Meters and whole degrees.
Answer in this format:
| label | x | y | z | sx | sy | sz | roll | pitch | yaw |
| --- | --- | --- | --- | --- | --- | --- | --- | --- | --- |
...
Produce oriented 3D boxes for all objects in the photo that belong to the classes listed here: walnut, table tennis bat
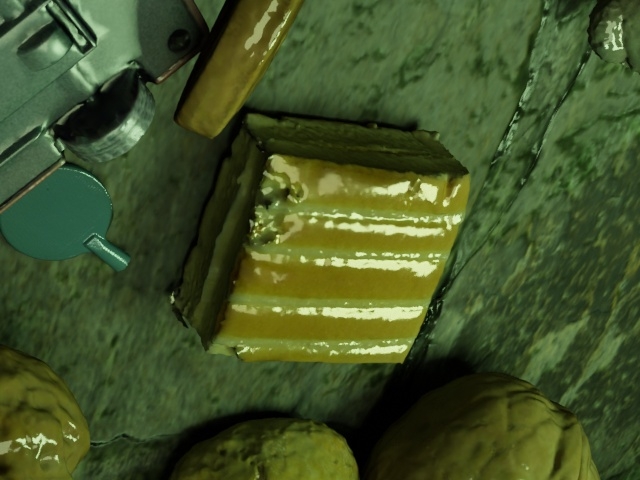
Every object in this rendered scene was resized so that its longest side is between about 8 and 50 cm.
| label | x | y | z | sx | sy | sz | roll | pitch | yaw |
| --- | --- | --- | --- | --- | --- | --- | --- | --- | --- |
| walnut | -0.344 | 0.195 | 1.194 | 0.257 | 0.257 | 0.225 | 18 | 84 | -40 |
| walnut | 0.187 | 0.313 | 1.572 | 0.313 | 0.277 | 0.252 | -43 | 168 | 3 |
| table tennis bat | -0.229 | -0.015 | 1.217 | 0.100 | 0.019 | 0.155 | -42 | 134 | 7 |

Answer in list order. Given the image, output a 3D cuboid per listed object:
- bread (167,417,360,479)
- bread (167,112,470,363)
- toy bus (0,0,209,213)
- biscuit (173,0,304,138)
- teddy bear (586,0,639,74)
| label | x | y | z | sx | sy | sz | roll | pitch | yaw |
| --- | --- | --- | --- | --- | --- | --- | --- | --- | --- |
| bread | -0.065 | 0.316 | 1.505 | 0.244 | 0.134 | 0.245 | -11 | 128 | -14 |
| bread | 0.000 | 0.000 | 1.300 | 0.246 | 0.111 | 0.239 | 2 | 123 | -29 |
| toy bus | -0.313 | -0.113 | 0.936 | 0.427 | 0.233 | 0.203 | -37 | 136 | -1 |
| biscuit | -0.010 | -0.236 | 0.979 | 0.052 | 0.275 | 0.355 | 26 | 86 | -10 |
| teddy bear | 0.355 | -0.280 | 1.241 | 0.236 | 0.151 | 0.267 | 3 | 124 | -30 |
